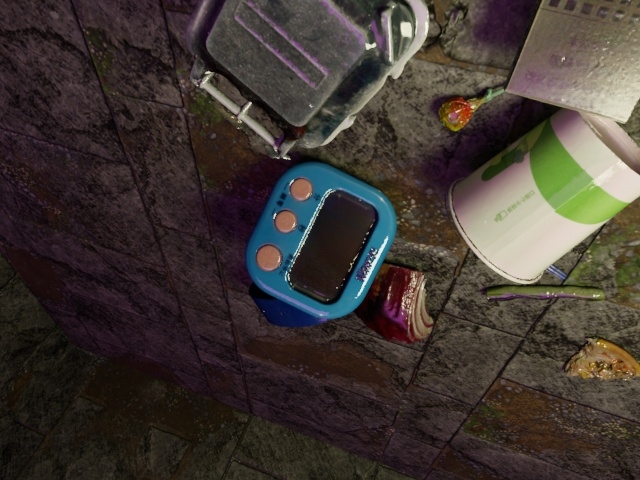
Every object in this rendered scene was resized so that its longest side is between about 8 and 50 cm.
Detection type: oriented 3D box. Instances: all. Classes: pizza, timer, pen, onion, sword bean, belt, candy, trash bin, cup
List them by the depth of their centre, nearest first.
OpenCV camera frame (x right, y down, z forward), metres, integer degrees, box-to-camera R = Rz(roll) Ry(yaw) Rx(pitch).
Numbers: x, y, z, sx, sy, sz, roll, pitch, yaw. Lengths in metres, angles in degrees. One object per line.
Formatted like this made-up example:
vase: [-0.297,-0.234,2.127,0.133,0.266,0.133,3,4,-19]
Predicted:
trash bin: [0.006,-0.332,0.658,0.255,0.368,0.296,37,138,-11]
cup: [0.410,-0.090,0.820,0.253,0.253,0.274,34,134,-10]
candy: [0.309,-0.261,0.831,0.201,0.060,0.060,-22,121,34]
pen: [0.494,0.034,1.069,0.204,0.025,0.025,32,140,-8]
timer: [0.000,0.000,1.100,0.309,0.340,0.115,26,-175,1]
sword bean: [0.552,0.133,1.137,0.269,0.038,0.043,-4,127,29]
pizza: [0.751,0.343,1.251,0.185,0.052,0.195,36,140,-7]
belt: [-0.058,0.145,1.326,0.347,0.212,0.117,-10,117,46]
onion: [0.179,0.204,1.336,0.280,0.146,0.314,4,140,31]

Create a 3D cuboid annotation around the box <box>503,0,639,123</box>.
box: [0.395,-0.340,0.606,0.180,0.047,0.325,19,119,9]
